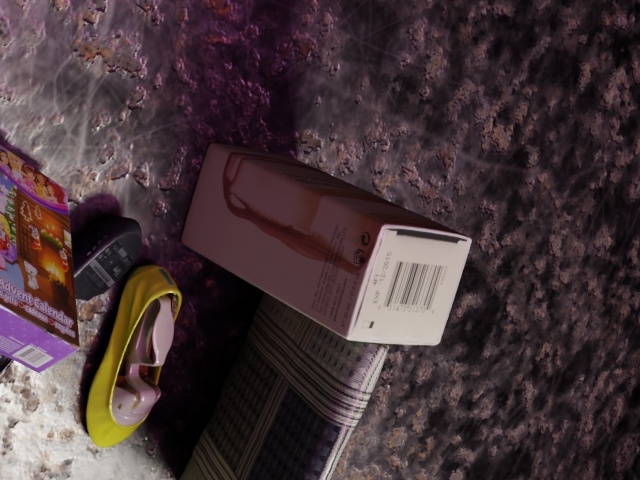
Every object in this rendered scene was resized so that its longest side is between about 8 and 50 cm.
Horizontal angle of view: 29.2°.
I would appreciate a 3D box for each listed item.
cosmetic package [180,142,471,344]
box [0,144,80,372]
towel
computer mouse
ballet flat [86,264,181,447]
[{"bbox_3d":[0.000,0.000,1.354,0.153,0.296,0.129,6,104,-46],"label":"cosmetic package"},{"bbox_3d":[-0.339,-0.027,1.100,0.057,0.201,0.293,-30,140,19],"label":"box"},{"bbox_3d":[-0.048,0.212,1.411,0.056,0.324,0.312,23,94,-24],"label":"towel"},{"bbox_3d":[-0.286,0.060,1.309,0.242,0.041,0.071,-43,152,-13],"label":"computer mouse"},{"bbox_3d":[-0.207,0.141,1.387,0.077,0.077,0.231,4,107,-45],"label":"ballet flat"}]
